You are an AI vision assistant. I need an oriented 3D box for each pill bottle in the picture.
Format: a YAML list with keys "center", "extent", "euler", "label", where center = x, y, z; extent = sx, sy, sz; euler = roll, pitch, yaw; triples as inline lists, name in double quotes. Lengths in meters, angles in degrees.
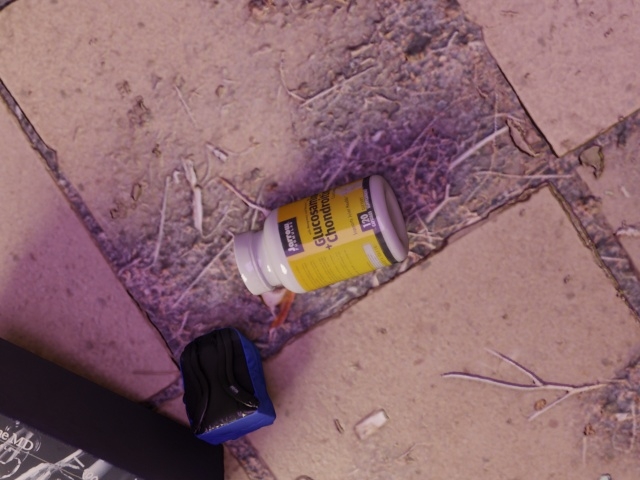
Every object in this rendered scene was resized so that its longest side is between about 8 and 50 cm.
- center: [0.000, 0.000, 1.799]
  extent: [0.184, 0.103, 0.103]
  euler: [-19, 99, 13]
  label: "pill bottle"

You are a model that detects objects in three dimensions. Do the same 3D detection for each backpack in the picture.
- center: [-0.111, 0.170, 1.863]
  extent: [0.098, 0.101, 0.120]
  euler: [-22, 66, 10]
  label: "backpack"

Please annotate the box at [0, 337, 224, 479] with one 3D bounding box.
- center: [-0.333, 0.327, 1.856]
  extent: [0.343, 0.179, 0.312]
  euler: [27, 106, -13]
  label: "box"
